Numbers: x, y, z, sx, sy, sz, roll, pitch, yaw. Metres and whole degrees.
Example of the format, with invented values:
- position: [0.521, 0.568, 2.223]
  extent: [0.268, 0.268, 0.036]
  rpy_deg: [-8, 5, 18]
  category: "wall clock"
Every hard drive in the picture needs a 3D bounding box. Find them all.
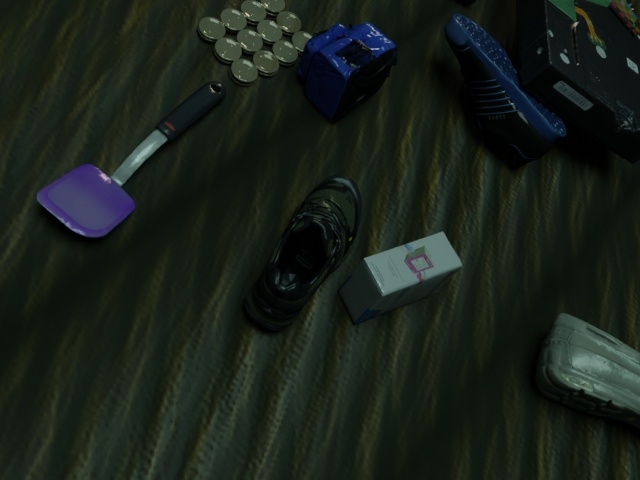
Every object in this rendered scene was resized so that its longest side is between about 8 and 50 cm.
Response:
- position: [0.395, -0.300, 1.288]
  extent: [0.236, 0.064, 0.339]
  rpy_deg: [28, 48, -24]
  category: "hard drive"

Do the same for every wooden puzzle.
- position: [0.480, -0.361, 1.352]
  extent: [0.083, 0.006, 0.049]
  rpy_deg: [48, 42, -4]
  category: "wooden puzzle"

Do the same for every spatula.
- position: [-0.202, -0.107, 1.006]
  extent: [0.084, 0.030, 0.296]
  rpy_deg: [41, 56, 0]
  category: "spatula"

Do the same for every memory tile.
- position: [-0.083, -0.273, 1.152]
  extent: [0.148, 0.012, 0.113]
  rpy_deg: [-33, 81, -33]
  category: "memory tile"

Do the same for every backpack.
- position: [0.039, -0.238, 1.136]
  extent: [0.120, 0.098, 0.101]
  rpy_deg: [-35, 78, -32]
  category: "backpack"

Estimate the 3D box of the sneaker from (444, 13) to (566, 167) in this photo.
- position: [0.238, -0.208, 1.203]
  extent: [0.232, 0.090, 0.081]
  rpy_deg: [52, 34, 5]
  category: "sneaker"

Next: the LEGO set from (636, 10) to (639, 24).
- position: [0.528, -0.370, 1.461]
  extent: [0.054, 0.023, 0.083]
  rpy_deg: [40, 43, -3]
  category: "LEGO set"

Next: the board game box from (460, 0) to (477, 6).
- position: [0.197, -0.471, 1.316]
  extent: [0.186, 0.026, 0.126]
  rpy_deg: [44, 52, -30]
  category: "board game box"

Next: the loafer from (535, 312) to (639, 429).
- position: [0.425, 0.188, 1.075]
  extent: [0.319, 0.112, 0.112]
  rpy_deg: [24, 66, -9]
  category: "loafer"

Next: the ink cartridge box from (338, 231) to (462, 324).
- position: [0.095, 0.045, 1.020]
  extent: [0.122, 0.088, 0.052]
  rpy_deg: [-16, 69, -29]
  category: "ink cartridge box"

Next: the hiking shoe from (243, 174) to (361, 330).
- position: [0.000, 0.000, 0.987]
  extent: [0.086, 0.114, 0.227]
  rpy_deg: [33, 57, -5]
  category: "hiking shoe"
